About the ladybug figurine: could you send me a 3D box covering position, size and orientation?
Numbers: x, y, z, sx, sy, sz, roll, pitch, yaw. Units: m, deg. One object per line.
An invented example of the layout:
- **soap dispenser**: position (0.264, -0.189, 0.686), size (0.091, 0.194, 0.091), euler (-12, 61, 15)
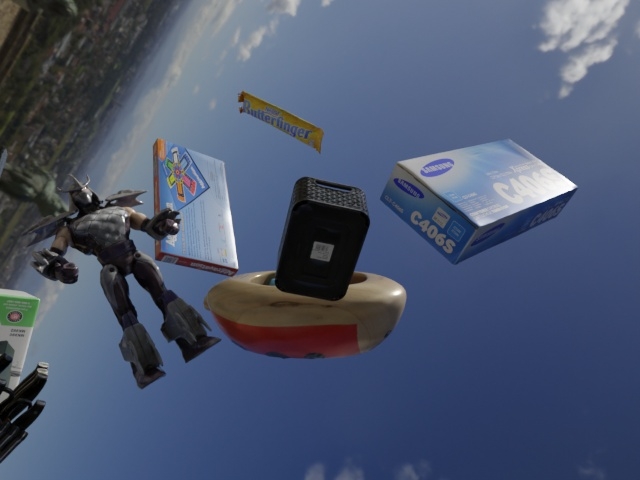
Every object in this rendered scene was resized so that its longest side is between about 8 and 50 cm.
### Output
- **ladybug figurine**: position (-0.038, 0.160, 1.114), size (0.305, 0.449, 0.162), euler (-32, 122, -77)

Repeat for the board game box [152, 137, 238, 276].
- **board game box**: position (-0.235, -0.066, 0.933), size (0.027, 0.145, 0.281), euler (-45, -136, 33)

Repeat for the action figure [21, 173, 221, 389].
- **action figure**: position (-0.245, 0.035, 0.639), size (0.185, 0.285, 0.099), euler (-30, 176, -28)

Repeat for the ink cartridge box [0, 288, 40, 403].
- **ink cartridge box**: position (-0.776, 0.248, 1.108), size (0.121, 0.211, 0.289), euler (7, -97, 41)

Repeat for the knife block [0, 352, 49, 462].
- **knife block**: position (-0.520, 0.289, 0.728), size (0.276, 0.088, 0.242), euler (-24, -146, 32)

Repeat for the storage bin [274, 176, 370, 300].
- **storage bin**: position (0.000, 0.000, 0.830), size (0.084, 0.122, 0.180), euler (-90, -166, -57)

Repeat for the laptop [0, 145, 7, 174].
- **laptop**: position (-0.395, 0.152, 0.361), size (0.408, 0.236, 0.382), euler (-24, -146, -14)

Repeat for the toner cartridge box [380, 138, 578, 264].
- **toner cartridge box**: position (0.277, -0.080, 0.847), size (0.165, 0.348, 0.075), euler (45, -47, 28)

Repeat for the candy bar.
- **candy bar**: position (-0.059, -0.176, 0.739), size (0.018, 0.161, 0.040), euler (-43, 153, -35)
